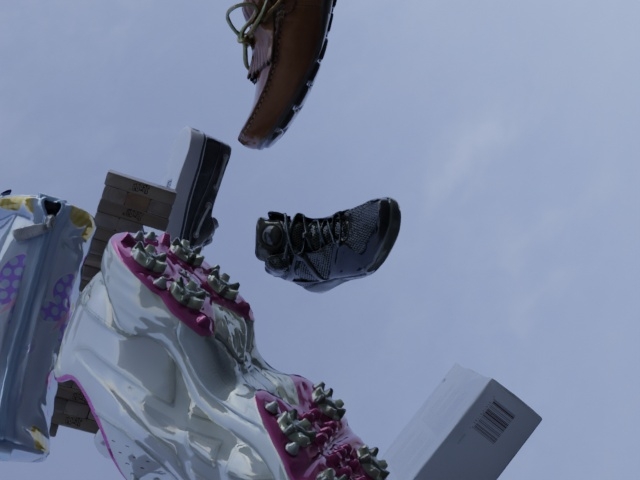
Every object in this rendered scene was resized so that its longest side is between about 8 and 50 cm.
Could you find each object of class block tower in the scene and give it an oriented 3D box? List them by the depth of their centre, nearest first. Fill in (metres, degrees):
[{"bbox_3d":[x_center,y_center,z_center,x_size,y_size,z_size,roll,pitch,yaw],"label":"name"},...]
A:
[{"bbox_3d":[-0.272,0.083,1.143,0.097,0.091,0.335,18,-86,-13],"label":"block tower"}]

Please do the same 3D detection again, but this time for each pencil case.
[{"bbox_3d":[-0.305,0.088,0.911,0.114,0.124,0.273,23,-116,-36],"label":"pencil case"}]

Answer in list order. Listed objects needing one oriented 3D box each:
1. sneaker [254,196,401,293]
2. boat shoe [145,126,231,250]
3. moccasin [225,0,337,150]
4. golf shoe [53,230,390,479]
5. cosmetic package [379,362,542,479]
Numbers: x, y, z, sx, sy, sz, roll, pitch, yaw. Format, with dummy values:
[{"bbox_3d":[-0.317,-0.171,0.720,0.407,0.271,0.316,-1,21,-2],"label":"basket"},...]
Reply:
[{"bbox_3d":[0.000,0.000,1.129,0.130,0.227,0.087,16,-115,-29],"label":"sneaker"},{"bbox_3d":[-0.212,-0.025,1.423,0.102,0.108,0.301,20,-104,-28],"label":"boat shoe"},{"bbox_3d":[-0.057,-0.313,1.263,0.147,0.139,0.379,16,-92,-8],"label":"moccasin"},{"bbox_3d":[-0.066,0.133,0.602,0.306,0.140,0.115,47,-164,23],"label":"golf shoe"},{"bbox_3d":[0.136,0.356,1.283,0.097,0.284,0.377,39,-93,-1],"label":"cosmetic package"}]
